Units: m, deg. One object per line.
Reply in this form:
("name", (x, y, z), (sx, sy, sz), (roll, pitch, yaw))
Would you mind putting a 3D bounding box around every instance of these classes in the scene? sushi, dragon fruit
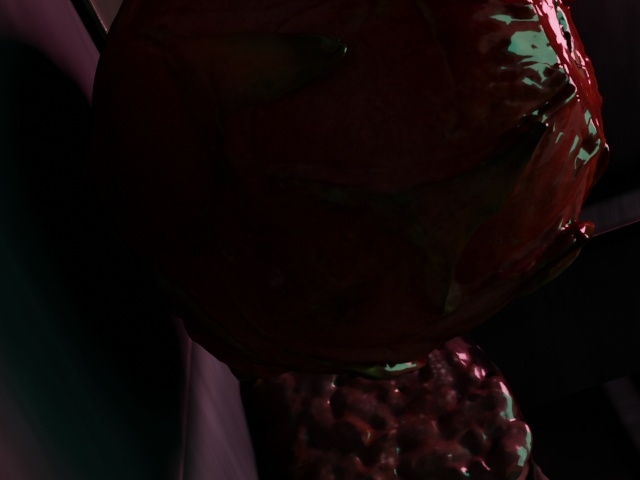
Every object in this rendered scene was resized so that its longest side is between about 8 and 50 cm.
("sushi", (0.062, 0.148, 0.693), (0.236, 0.170, 0.270), (64, 4, -51))
("dragon fruit", (0.009, -0.050, 0.460), (0.241, 0.252, 0.241), (3, 86, -42))

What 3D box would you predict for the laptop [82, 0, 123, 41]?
("laptop", (-0.170, -0.250, 0.564), (0.188, 0.015, 0.269), (-103, 172, -49))
